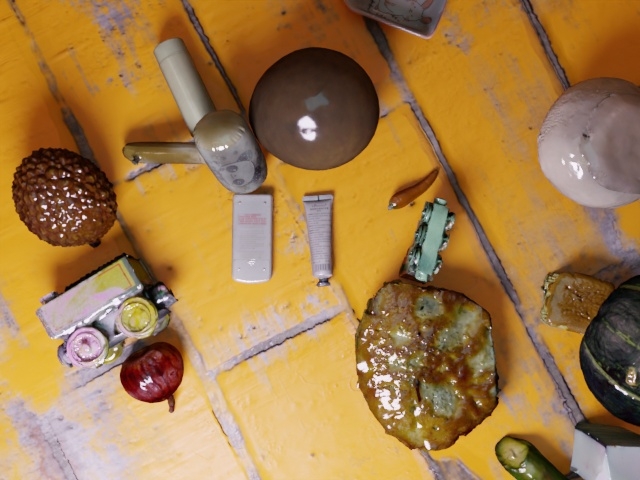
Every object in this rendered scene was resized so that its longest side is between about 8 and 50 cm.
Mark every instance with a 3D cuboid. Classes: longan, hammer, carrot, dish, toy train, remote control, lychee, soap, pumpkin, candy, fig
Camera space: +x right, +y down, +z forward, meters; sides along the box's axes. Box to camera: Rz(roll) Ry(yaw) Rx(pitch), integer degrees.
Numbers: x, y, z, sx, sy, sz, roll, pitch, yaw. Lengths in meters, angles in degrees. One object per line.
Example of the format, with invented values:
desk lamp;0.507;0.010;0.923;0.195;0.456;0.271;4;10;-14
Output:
longan;-0.011;-0.263;1.383;0.258;0.258;0.257;0;85;-2
hammer;-0.271;-0.180;1.409;0.306;0.202;0.113;3;61;16
carrot;0.198;-0.105;1.475;0.142;0.035;0.035;-33;87;-11
dish;0.152;-0.530;1.489;0.234;0.064;0.153;21;85;-1
toy train;0.219;0.001;1.429;0.074;0.118;0.175;16;81;-6
remote control;-0.143;-0.004;1.456;0.088;0.029;0.189;-1;85;-1
toy train;-0.424;0.144;1.384;0.261;0.134;0.177;-31;87;-4
lychee;-0.505;-0.074;1.377;0.200;0.200;0.238;-19;127;-3
soap;0.575;0.420;1.343;0.145;0.230;0.091;3;86;-2
pumpkin;0.662;0.211;1.332;0.323;0.323;0.241;-43;47;-4
candy;0.575;-0.197;1.418;0.296;0.185;0.295;3;80;-17
fig;-0.339;0.278;1.385;0.129;0.128;0.150;6;91;-1

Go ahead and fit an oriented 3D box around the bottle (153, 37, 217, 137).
bottle;-0.280;-0.321;1.457;0.072;0.072;0.201;-25;86;-3

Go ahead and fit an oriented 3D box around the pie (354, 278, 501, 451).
pie;0.212;0.248;1.411;0.289;0.103;0.354;-8;90;-3

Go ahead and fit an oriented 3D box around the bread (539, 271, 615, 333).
bread;0.534;0.132;1.446;0.140;0.069;0.127;12;86;0

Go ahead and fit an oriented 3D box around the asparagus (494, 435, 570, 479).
asparagus;0.502;0.529;1.410;0.343;0.085;0.082;42;62;4

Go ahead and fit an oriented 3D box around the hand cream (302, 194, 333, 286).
hand cream;0.000;0.000;1.458;0.067;0.042;0.194;-4;80;6
